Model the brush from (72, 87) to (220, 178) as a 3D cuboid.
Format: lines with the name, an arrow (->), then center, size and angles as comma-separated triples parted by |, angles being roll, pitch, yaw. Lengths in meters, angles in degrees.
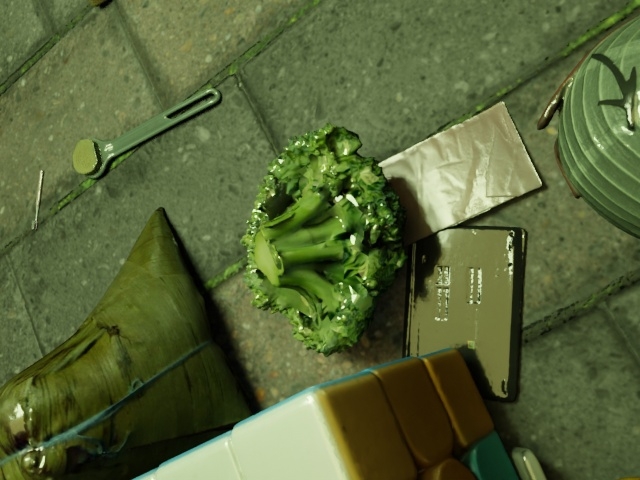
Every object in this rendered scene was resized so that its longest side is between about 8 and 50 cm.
brush -> -0.259, -0.161, 0.952 | 0.266, 0.027, 0.062 | -22, 77, 22

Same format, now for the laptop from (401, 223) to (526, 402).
laptop -> 0.160, 0.079, 0.743 | 0.135, 0.016, 0.197 | 2, 87, 24

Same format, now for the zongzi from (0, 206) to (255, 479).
zongzi -> -0.256, 0.107, 0.776 | 0.160, 0.323, 0.361 | -26, 71, 29

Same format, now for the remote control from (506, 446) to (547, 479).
remote control -> 0.256, 0.334, 0.653 | 0.029, 0.067, 0.261 | -21, 76, -6

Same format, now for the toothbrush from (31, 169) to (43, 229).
toothbrush -> -0.452, -0.065, 1.044 | 0.006, 0.008, 0.097 | 6, 87, 12

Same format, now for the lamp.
lamp -> 0.337, -0.096, 0.563 | 0.265, 0.233, 0.233 | -16, 79, 1

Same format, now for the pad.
pad -> 0.147, -0.072, 0.762 | 0.187, 0.006, 0.113 | -26, 69, 20

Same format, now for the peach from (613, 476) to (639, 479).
peach -> 0.302, 0.280, 0.594 | 0.138, 0.138, 0.138 | -2, 85, 25

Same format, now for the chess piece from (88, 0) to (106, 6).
chess piece -> -0.417, -0.496, 1.002 | 0.137, 0.137, 0.301 | -37, 75, 18

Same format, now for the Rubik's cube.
Rubik's cube -> 0.021, 0.297, 0.618 | 0.290, 0.291, 0.291 | -32, 72, 27

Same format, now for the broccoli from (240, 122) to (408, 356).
broccoli -> 0.002, -0.002, 0.733 | 0.198, 0.226, 0.176 | 24, 53, 28
